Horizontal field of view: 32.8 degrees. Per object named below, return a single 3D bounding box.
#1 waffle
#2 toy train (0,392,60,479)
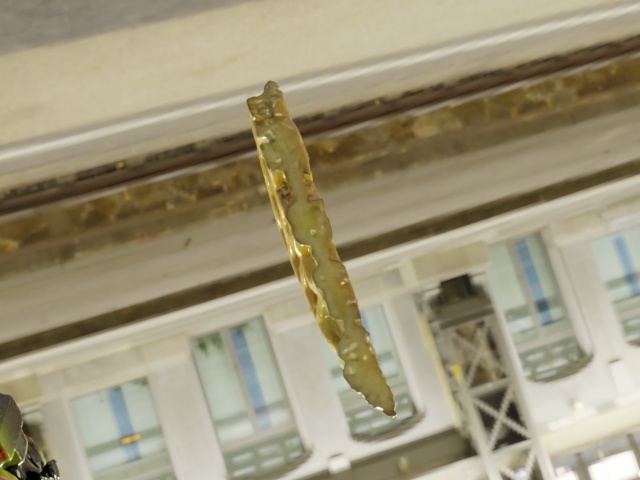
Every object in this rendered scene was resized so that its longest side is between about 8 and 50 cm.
[{"bbox_3d":[0.000,0.000,0.641,0.032,0.125,0.191,-17,-144,-8],"label":"waffle"},{"bbox_3d":[-0.390,0.233,0.977,0.296,0.160,0.100,-25,-162,1],"label":"toy train"}]
